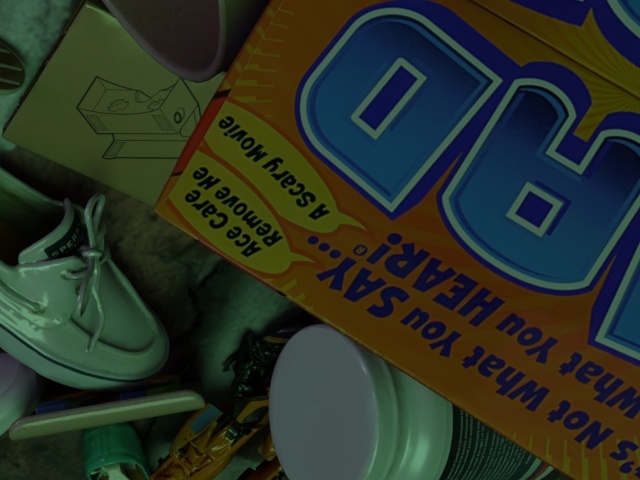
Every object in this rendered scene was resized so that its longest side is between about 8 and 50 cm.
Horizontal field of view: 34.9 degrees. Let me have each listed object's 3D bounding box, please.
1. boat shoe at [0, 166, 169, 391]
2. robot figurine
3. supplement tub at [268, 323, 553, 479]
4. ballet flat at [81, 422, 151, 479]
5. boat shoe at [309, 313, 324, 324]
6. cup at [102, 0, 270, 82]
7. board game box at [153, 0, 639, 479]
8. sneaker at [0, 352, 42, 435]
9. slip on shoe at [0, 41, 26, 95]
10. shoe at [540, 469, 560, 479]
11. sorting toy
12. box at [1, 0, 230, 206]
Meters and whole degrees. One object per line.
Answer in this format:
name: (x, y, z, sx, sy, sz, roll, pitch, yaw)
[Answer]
boat shoe: (-0.253, 0.011, 0.952, 0.156, 0.135, 0.367, -26, 125, 34)
robot figurine: (-0.054, 0.230, 1.164, 0.211, 0.085, 0.291, 43, 113, -5)
supplement tub: (0.106, 0.164, 1.022, 0.272, 0.191, 0.191, 2, 132, -38)
ballet flat: (-0.237, 0.319, 1.251, 0.083, 0.087, 0.247, -12, 131, -1)
boat shoe: (0.000, 0.000, 1.030, 0.112, 0.095, 0.335, -47, 142, -16)
cup: (-0.055, -0.301, 0.647, 0.237, 0.331, 0.331, -32, 133, -17)
board game box: (0.176, -0.077, 0.665, 0.356, 0.356, 0.356, 32, 96, 7)
sneaker: (-0.449, 0.158, 1.057, 0.305, 0.114, 0.152, -9, 132, -3)
slip on shoe: (-0.322, -0.154, 0.868, 0.135, 0.051, 0.041, 9, 168, -27)
shoe: (0.230, 0.338, 1.369, 0.178, 0.063, 0.081, 3, 124, -18)
sorting toy: (-0.222, 0.173, 1.093, 0.193, 0.038, 0.208, -9, 175, -8)
box: (-0.164, -0.116, 0.941, 0.201, 0.021, 0.164, 25, 121, -27)
